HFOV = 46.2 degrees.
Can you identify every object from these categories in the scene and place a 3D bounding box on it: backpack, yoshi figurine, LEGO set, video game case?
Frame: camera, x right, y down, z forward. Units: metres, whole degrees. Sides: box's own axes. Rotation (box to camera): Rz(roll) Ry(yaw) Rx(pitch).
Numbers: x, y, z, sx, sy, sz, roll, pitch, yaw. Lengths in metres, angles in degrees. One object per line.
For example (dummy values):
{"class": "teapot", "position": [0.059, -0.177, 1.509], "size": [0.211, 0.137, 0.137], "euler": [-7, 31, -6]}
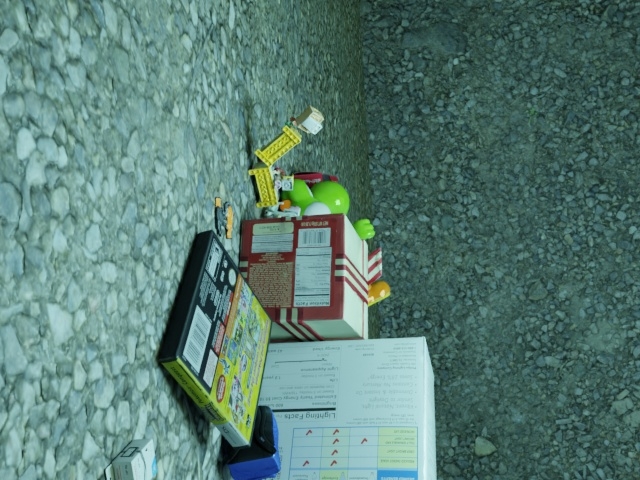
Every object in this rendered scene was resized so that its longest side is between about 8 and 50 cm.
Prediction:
{"class": "backpack", "position": [-0.122, 0.365, 1.347], "size": [0.120, 0.098, 0.101], "euler": [-100, -178, -47]}
{"class": "yoshi figurine", "position": [0.049, -0.007, 1.854], "size": [0.362, 0.204, 0.203], "euler": [59, 19, 4]}
{"class": "LEGO set", "position": [-0.083, -0.181, 1.632], "size": [0.107, 0.132, 0.287], "euler": [-86, -171, -58]}
{"class": "video game case", "position": [-0.162, 0.162, 1.249], "size": [0.274, 0.035, 0.248], "euler": [-82, 152, -46]}

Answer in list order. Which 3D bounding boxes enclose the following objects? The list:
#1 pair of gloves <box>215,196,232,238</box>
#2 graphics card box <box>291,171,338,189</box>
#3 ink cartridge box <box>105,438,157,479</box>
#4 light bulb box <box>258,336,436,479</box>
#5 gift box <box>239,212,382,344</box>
{"class": "pair of gloves", "position": [-0.179, -0.041, 1.407], "size": [0.083, 0.010, 0.074], "euler": [25, 61, -76]}
{"class": "graphics card box", "position": [0.000, 0.000, 2.077], "size": [0.233, 0.094, 0.370], "euler": [-6, 92, -79]}
{"class": "ink cartridge box", "position": [-0.238, 0.292, 0.951], "size": [0.083, 0.028, 0.048], "euler": [-46, 130, -74]}
{"class": "light bulb box", "position": [0.050, 0.407, 1.515], "size": [0.225, 0.358, 0.361], "euler": [67, 23, -53]}
{"class": "gift box", "position": [-0.015, 0.074, 1.575], "size": [0.258, 0.255, 0.276], "euler": [54, 40, -66]}
